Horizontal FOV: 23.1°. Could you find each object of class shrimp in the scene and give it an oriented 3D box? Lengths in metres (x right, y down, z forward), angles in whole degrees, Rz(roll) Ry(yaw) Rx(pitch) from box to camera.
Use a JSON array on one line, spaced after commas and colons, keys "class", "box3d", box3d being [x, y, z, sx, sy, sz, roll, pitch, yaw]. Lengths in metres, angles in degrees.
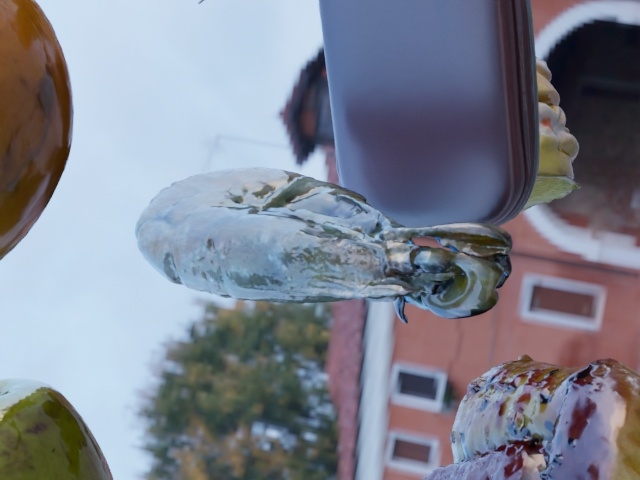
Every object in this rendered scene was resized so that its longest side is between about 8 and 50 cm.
[{"class": "shrimp", "box3d": [0.000, 0.000, 1.676, 0.221, 0.445, 0.110, -42, -46, -44]}]

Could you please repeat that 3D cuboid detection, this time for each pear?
[{"class": "pear", "box3d": [-0.323, 0.269, 1.495, 0.283, 0.283, 0.284, 10, -90, -76]}]

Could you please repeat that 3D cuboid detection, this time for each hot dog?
[{"class": "hot dog", "box3d": [0.226, 0.293, 1.636, 0.367, 0.196, 0.365, -62, 17, -12]}]

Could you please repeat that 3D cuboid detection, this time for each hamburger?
[{"class": "hamburger", "box3d": [0.225, -0.158, 2.239, 0.276, 0.276, 0.237, 37, -139, -74]}]

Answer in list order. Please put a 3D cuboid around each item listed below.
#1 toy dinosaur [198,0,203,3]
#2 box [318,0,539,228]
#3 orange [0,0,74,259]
[{"class": "toy dinosaur", "box3d": [-0.128, -0.295, 1.306, 0.113, 0.327, 0.207, -19, -35, -46]}, {"class": "box", "box3d": [0.128, -0.201, 1.856, 0.108, 0.263, 0.404, -42, -50, -59]}, {"class": "orange", "box3d": [-0.332, -0.092, 1.115, 0.312, 0.312, 0.312, 10, -90, -76]}]
